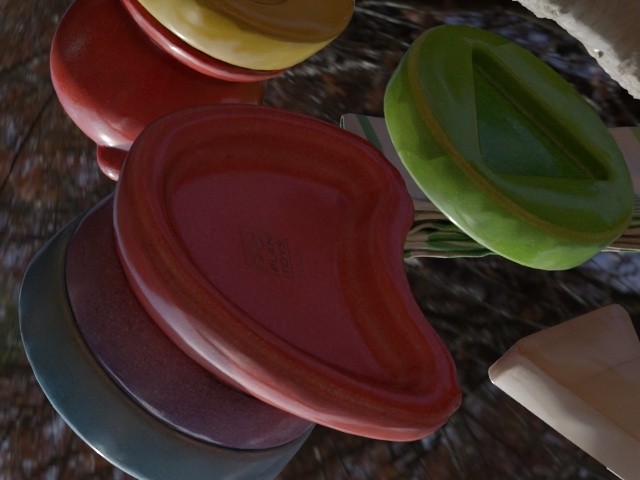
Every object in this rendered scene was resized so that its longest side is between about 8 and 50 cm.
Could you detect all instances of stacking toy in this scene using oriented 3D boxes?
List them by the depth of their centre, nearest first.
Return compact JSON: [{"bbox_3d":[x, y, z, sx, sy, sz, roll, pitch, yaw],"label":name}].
[{"bbox_3d":[0.000,0.000,0.794,0.279,0.309,0.130,25,-51,-24],"label":"stacking toy"}]

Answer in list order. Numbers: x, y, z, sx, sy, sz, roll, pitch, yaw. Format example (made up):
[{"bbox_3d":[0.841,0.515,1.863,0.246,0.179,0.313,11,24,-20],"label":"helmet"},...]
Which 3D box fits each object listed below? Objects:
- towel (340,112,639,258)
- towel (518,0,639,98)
[{"bbox_3d":[0.187,-0.048,1.350,0.325,0.248,0.038,-1,-69,-7],"label":"towel"},{"bbox_3d":[0.195,-0.238,1.008,0.187,0.049,0.282,31,-93,-36],"label":"towel"}]
